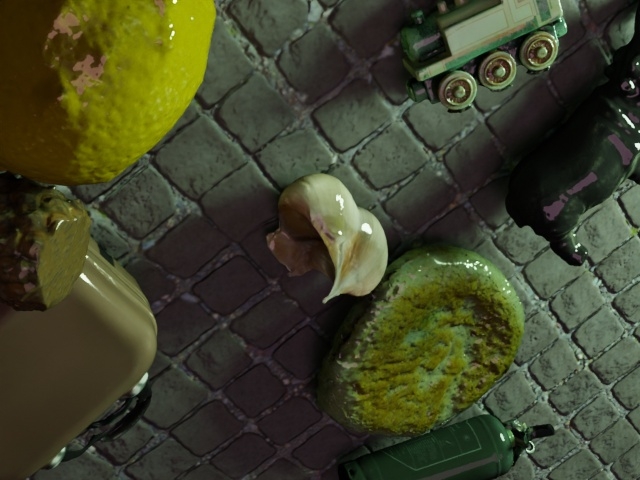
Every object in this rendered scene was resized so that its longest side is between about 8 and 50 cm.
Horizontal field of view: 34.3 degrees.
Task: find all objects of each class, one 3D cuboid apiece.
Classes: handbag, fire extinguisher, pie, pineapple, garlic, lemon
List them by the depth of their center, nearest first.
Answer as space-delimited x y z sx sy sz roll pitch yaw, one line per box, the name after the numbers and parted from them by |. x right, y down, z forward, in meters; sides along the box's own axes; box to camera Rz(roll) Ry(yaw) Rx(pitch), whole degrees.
-0.221 -0.174 0.936 0.288 0.233 0.233 -49 127 1 | lemon
-0.346 -0.026 0.996 0.248 0.128 0.128 24 118 11 | pineapple
-0.317 0.144 1.171 0.302 0.149 0.283 -43 125 7 | handbag
0.012 -0.003 1.239 0.124 0.099 0.174 -41 129 -11 | garlic
0.139 0.143 1.407 0.323 0.070 0.323 -13 128 -18 | pie
0.185 0.324 1.523 0.311 0.114 0.095 -17 82 -12 | fire extinguisher

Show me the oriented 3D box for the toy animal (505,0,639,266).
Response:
0.367 -0.138 1.286 0.168 0.106 0.343 27 103 -27 | toy animal

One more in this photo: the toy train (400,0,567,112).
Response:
0.178 -0.229 1.164 0.194 0.081 0.125 -25 118 -2 | toy train
